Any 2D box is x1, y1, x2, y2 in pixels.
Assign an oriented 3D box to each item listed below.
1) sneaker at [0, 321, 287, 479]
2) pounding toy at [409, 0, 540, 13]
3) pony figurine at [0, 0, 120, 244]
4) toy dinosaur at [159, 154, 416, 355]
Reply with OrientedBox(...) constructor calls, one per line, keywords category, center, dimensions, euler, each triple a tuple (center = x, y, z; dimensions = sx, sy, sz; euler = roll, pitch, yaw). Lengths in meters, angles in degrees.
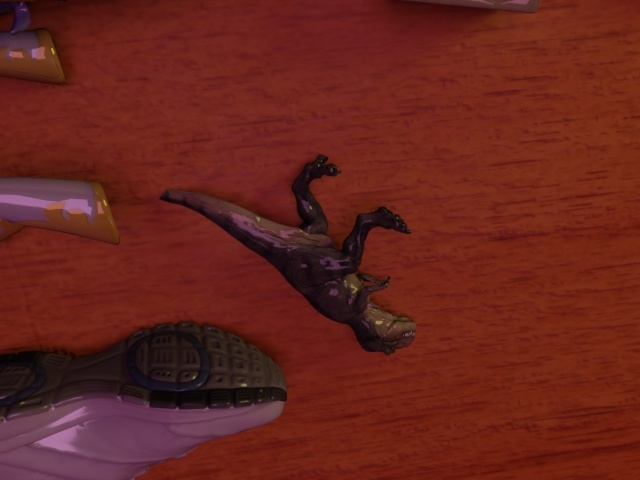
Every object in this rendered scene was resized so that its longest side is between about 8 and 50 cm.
OrientedBox(category="sneaker", center=(-0.175, 0.157, 0.581), dimensions=(0.297, 0.111, 0.129), euler=(-7, 119, 0))
OrientedBox(category="pounding toy", center=(0.126, -0.260, 0.515), dimensions=(0.130, 0.100, 0.141), euler=(4, 113, -6))
OrientedBox(category="pony figurine", center=(-0.361, -0.094, 0.430), dimensions=(0.363, 0.303, 0.351), euler=(-18, 113, -17))
OrientedBox(category="toy dinosaur", center=(0.000, 0.000, 0.572), dimensions=(0.268, 0.064, 0.118), euler=(36, 104, -9))
